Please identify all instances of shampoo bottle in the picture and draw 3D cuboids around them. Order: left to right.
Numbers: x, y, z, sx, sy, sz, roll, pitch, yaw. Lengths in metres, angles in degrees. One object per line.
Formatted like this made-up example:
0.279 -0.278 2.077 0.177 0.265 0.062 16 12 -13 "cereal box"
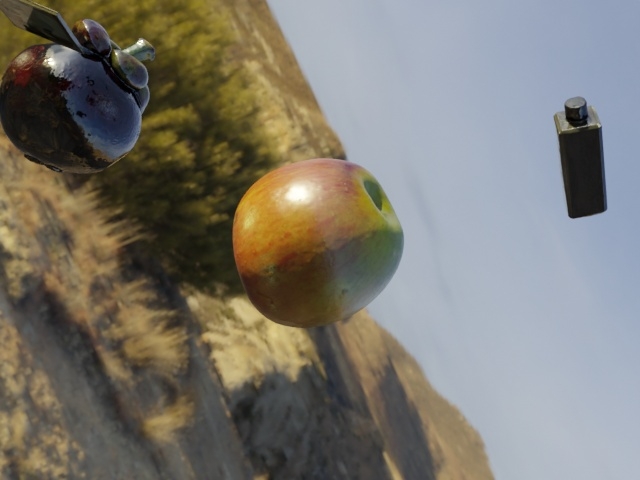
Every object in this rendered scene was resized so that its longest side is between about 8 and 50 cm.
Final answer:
0.493 -0.160 1.741 0.080 0.079 0.246 -88 164 -51 "shampoo bottle"

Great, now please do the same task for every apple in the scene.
0.000 0.000 1.044 0.196 0.196 0.195 156 -90 -86 "apple"

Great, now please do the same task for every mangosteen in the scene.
-0.498 -0.287 1.847 0.313 0.297 0.297 -68 -150 28 "mangosteen"

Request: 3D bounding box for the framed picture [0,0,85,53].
-0.486 -0.376 1.562 0.136 0.010 0.201 23 -6 0 "framed picture"
